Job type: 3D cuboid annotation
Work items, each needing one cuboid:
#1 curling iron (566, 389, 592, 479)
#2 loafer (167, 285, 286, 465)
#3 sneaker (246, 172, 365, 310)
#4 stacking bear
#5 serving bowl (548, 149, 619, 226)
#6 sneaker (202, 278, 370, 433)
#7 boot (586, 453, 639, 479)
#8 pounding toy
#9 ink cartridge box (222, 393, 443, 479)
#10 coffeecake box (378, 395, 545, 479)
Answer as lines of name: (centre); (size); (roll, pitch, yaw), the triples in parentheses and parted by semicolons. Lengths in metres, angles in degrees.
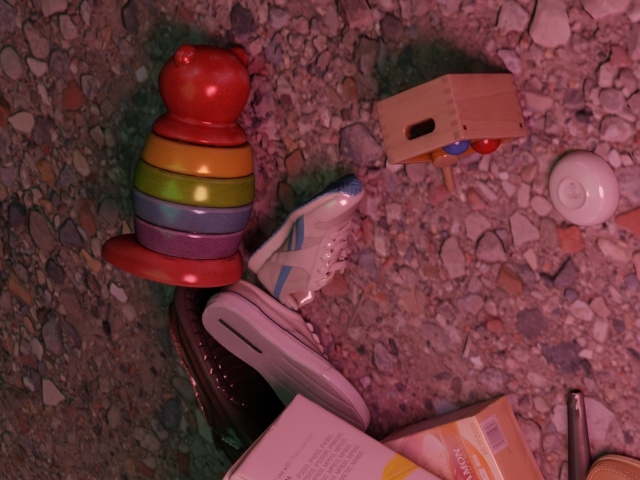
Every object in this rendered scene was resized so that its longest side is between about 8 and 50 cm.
curling iron: (0.286, 0.299, 1.816); (0.068, 0.035, 0.274); (14, 115, 38)
loafer: (-0.109, 0.219, 2.079); (0.130, 0.134, 0.366); (-28, 86, 45)
sneaker: (0.000, 0.000, 1.938); (0.092, 0.087, 0.228); (50, 140, 7)
stacking bear: (-0.155, -0.101, 1.987); (0.164, 0.175, 0.289); (28, 115, 54)
serving bowl: (0.274, -0.053, 1.696); (0.083, 0.027, 0.083); (16, 116, 38)
sneaker: (-0.029, 0.142, 2.014); (0.258, 0.091, 0.094); (44, 129, -7)
boot: (0.339, 0.326, 1.684); (0.213, 0.165, 0.077); (41, 128, 22)
pounding toy: (0.140, -0.114, 1.738); (0.141, 0.130, 0.100); (-18, 81, 45)
ink cartridge box: (0.064, 0.397, 1.870); (0.385, 0.160, 0.279); (30, 136, 12)
coffeecake box: (0.165, 0.279, 1.897); (0.185, 0.068, 0.142); (-25, 90, 45)
